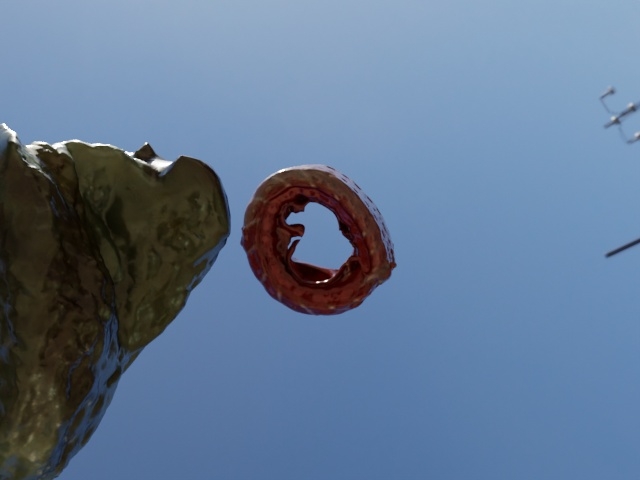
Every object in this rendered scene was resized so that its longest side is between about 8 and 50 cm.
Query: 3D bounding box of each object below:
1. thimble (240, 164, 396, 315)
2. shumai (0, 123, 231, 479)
[{"bbox_3d":[-0.007,-0.002,0.954,0.189,0.163,0.125,48,-172,0],"label":"thimble"},{"bbox_3d":[-0.174,0.056,0.581,0.204,0.222,0.271,12,-81,-42],"label":"shumai"}]
